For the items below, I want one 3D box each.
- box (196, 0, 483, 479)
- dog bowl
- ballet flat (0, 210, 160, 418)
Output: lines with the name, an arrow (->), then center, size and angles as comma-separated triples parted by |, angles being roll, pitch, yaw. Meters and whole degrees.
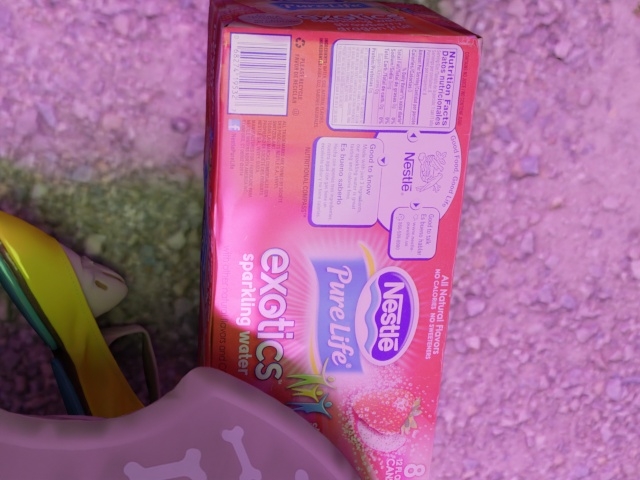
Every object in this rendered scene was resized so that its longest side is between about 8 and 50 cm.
box -> 0.000, 0.000, 0.683 | 0.154, 0.142, 0.300 | 0, 110, -9
dog bowl -> -0.139, 0.218, 0.645 | 0.349, 0.102, 0.349 | 3, 130, 3
ballet flat -> -0.162, 0.064, 0.726 | 0.077, 0.077, 0.231 | -29, 116, -21
